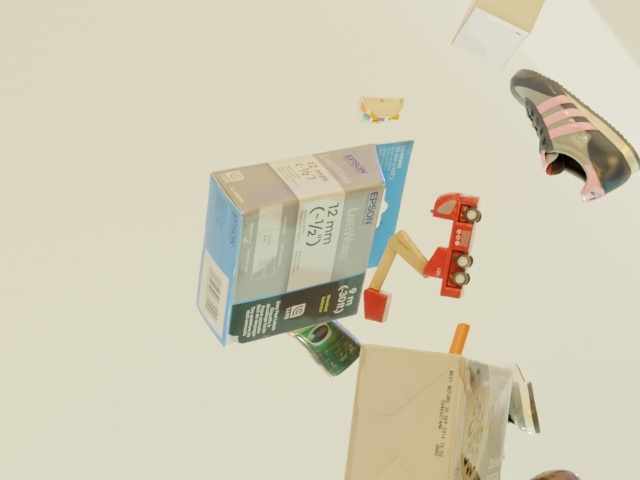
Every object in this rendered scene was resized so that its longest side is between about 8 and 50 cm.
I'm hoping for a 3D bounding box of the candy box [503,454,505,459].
[{"bbox_3d":[0.178,0.314,1.642,0.206,0.027,0.105,26,-43,-35],"label":"candy box"}]

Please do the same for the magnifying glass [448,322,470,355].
[{"bbox_3d":[0.249,0.267,2.082,0.026,0.092,0.231,31,-117,-23],"label":"magnifying glass"}]

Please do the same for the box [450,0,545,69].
[{"bbox_3d":[0.283,-0.368,1.606,0.170,0.091,0.130,-64,2,-19],"label":"box"}]

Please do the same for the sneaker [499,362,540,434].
[{"bbox_3d":[0.334,0.326,2.153,0.179,0.295,0.123,-11,-83,1],"label":"sneaker"}]

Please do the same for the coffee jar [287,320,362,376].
[{"bbox_3d":[-0.006,0.176,2.078,0.096,0.079,0.184,-41,-60,-2],"label":"coffee jar"}]

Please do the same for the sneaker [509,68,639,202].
[{"bbox_3d":[0.427,-0.194,1.942,0.131,0.319,0.112,-40,-38,-2],"label":"sneaker"}]

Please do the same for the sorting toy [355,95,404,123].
[{"bbox_3d":[0.099,-0.226,1.909,0.083,0.075,0.044,-1,-101,-22],"label":"sorting toy"}]

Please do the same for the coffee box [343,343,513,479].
[{"bbox_3d":[0.131,0.215,1.222,0.297,0.119,0.168,26,-110,-69],"label":"coffee box"}]

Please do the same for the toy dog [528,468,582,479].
[{"bbox_3d":[0.310,0.487,1.287,0.396,0.284,0.407,-15,-61,-13],"label":"toy dog"}]

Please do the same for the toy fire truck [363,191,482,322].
[{"bbox_3d":[0.137,0.024,1.444,0.047,0.135,0.192,3,-83,-77],"label":"toy fire truck"}]

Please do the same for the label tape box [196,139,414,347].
[{"bbox_3d":[0.000,0.000,1.597,0.348,0.115,0.249,-11,-50,-27],"label":"label tape box"}]
